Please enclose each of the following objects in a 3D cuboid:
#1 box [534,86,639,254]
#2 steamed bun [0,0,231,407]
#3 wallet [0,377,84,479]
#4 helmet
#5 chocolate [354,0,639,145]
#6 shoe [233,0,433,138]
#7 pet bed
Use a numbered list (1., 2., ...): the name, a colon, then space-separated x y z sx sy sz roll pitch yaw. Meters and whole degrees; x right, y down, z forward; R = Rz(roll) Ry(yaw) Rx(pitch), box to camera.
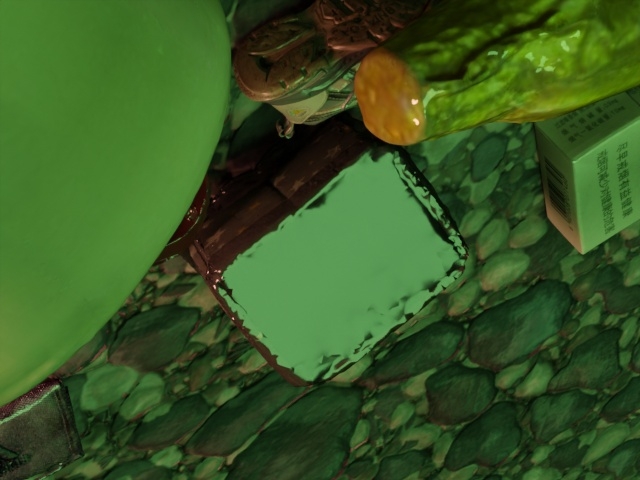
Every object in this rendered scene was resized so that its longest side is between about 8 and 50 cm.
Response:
1. box: 0.347 -0.116 1.679 0.256 0.069 0.164 -31 144 -10
2. steamed bun: -0.298 -0.054 0.914 0.456 0.290 0.371 -27 150 19
3. wallet: -0.297 0.191 1.468 0.166 0.030 0.111 -27 138 -20
4. helmet: -0.142 -0.039 1.332 0.089 0.057 0.111 -20 135 -30
5. chocolate: 0.216 -0.179 1.345 0.445 0.162 0.162 -25 144 -38
6. shoe: 0.022 -0.151 1.332 0.180 0.089 0.092 -34 143 -4
7. pet bed: 0.000 0.000 1.436 0.211 0.159 0.183 -41 118 -1
